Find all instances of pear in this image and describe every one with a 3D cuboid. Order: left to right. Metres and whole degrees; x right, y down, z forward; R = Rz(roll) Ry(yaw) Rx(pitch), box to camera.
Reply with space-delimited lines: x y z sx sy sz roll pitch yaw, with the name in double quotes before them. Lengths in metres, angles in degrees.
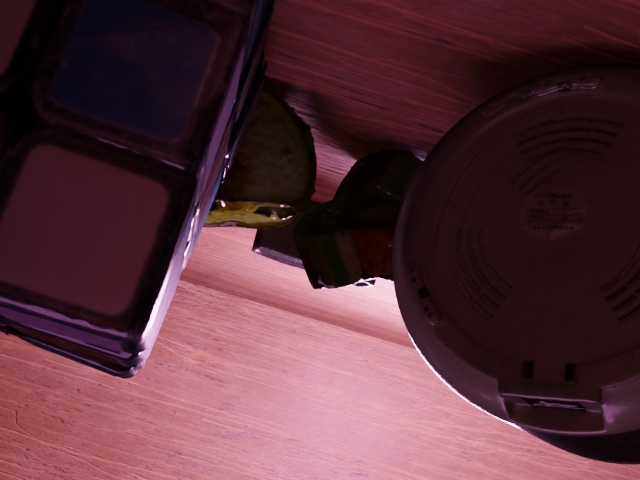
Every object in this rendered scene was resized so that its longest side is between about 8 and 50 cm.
"pear" -0.118 -0.098 0.941 0.238 0.164 0.255 6 172 1

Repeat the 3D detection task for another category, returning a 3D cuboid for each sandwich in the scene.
"sandwich" 0.111 -0.035 0.940 0.301 0.162 0.250 -3 -166 12

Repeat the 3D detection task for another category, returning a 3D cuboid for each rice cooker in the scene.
"rice cooker" 0.264 0.040 0.683 0.335 0.335 0.325 7 163 34

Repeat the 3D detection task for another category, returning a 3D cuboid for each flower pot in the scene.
"flower pot" 0.000 0.000 1.290 0.229 0.108 0.103 19 168 -8

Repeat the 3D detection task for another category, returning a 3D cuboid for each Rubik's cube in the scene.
"Rubik's cube" -0.252 -0.109 0.603 0.362 0.363 0.359 22 162 -8
